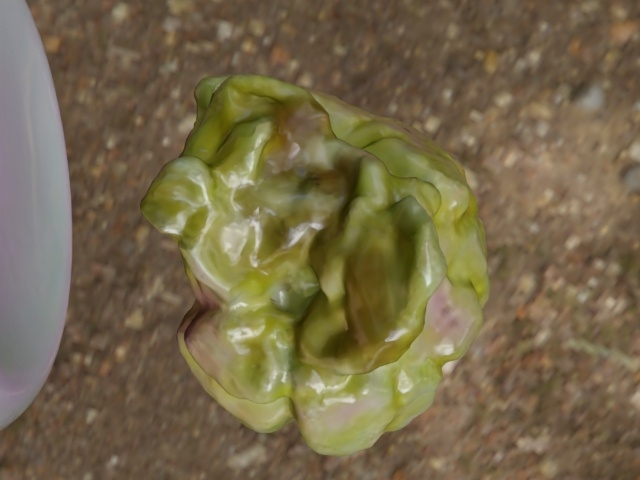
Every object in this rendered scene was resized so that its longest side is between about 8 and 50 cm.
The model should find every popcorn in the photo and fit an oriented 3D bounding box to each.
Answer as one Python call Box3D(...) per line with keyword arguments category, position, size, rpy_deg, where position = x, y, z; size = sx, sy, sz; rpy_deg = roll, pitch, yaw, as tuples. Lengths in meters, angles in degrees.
Box3D(category="popcorn", position=(-0.001, -0.001, 0.571), size=(0.097, 0.089, 0.109), rpy_deg=(-19, 51, -9))

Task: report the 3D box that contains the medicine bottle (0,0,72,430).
Box3D(category="medicine bottle", position=(-0.302, -0.016, 0.931), size=(0.325, 0.256, 0.256), rpy_deg=(-7, 58, 12))
